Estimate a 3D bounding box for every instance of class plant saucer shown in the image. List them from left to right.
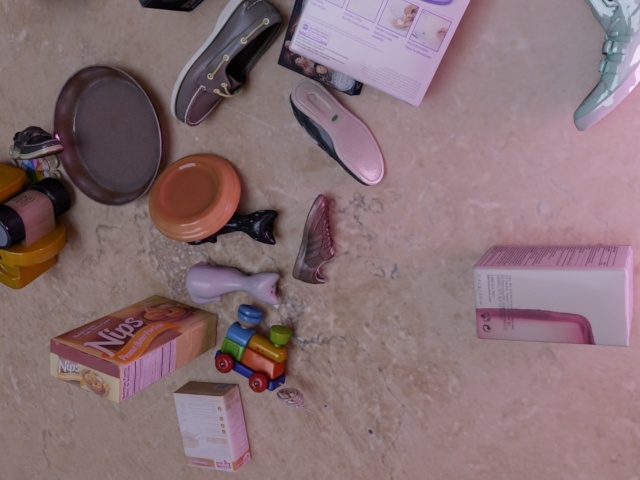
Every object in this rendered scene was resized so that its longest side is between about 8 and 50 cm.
[{"bbox_3d":[-0.464,-0.232,1.524,0.310,0.050,0.311,8,108,25],"label":"plant saucer"},{"bbox_3d":[-0.262,-0.095,1.398,0.199,0.037,0.200,-6,65,12],"label":"plant saucer"}]

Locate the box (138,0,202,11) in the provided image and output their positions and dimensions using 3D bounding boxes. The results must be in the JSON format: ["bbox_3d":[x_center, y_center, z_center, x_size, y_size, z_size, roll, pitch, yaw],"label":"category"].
[{"bbox_3d":[-0.246,-0.513,1.281,0.180,0.147,0.078,-29,89,29],"label":"box"}]

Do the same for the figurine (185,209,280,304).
[{"bbox_3d":[-0.178,0.032,1.431,0.209,0.092,0.215,3,106,22],"label":"figurine"}]

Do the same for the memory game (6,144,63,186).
[{"bbox_3d":[-0.702,-0.169,1.684,0.186,0.012,0.186,7,106,26],"label":"memory game"}]

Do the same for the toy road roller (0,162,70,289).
[{"bbox_3d":[-0.765,-0.031,1.639,0.329,0.202,0.241,19,127,17],"label":"toy road roller"}]

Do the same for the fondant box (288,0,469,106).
[{"bbox_3d":[0.122,-0.418,1.107,0.238,0.096,0.330,25,114,-1],"label":"fondant box"}]

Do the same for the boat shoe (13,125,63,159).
[{"bbox_3d":[-0.653,-0.223,1.561,0.223,0.080,0.074,5,110,51],"label":"boat shoe"}]

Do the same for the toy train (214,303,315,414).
[{"bbox_3d":[-0.092,0.243,1.433,0.248,0.105,0.143,25,106,20],"label":"toy train"}]

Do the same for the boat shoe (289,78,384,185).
[{"bbox_3d":[0.030,-0.195,1.278,0.233,0.084,0.079,48,158,0],"label":"boat shoe"}]

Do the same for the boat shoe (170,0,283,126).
[{"bbox_3d":[-0.183,-0.333,1.319,0.091,0.109,0.305,46,115,15],"label":"boat shoe"}]

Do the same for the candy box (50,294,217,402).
[{"bbox_3d":[-0.383,0.217,1.447,0.182,0.316,0.088,13,109,24],"label":"candy box"}]

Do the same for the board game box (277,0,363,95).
[{"bbox_3d":[0.032,-0.404,1.227,0.165,0.042,0.243,27,114,19],"label":"board game box"}]

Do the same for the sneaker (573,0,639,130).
[{"bbox_3d":[0.425,-0.299,1.023,0.151,0.094,0.256,37,107,8],"label":"sneaker"}]

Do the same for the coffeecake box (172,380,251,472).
[{"bbox_3d":[-0.249,0.426,1.577,0.142,0.068,0.186,-3,102,27],"label":"coffeecake box"}]

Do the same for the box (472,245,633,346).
[{"bbox_3d":[0.380,0.085,1.118,0.232,0.148,0.127,0,104,28],"label":"box"}]

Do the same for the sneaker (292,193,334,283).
[{"bbox_3d":[0.000,0.000,1.350,0.071,0.066,0.188,18,117,4],"label":"sneaker"}]
